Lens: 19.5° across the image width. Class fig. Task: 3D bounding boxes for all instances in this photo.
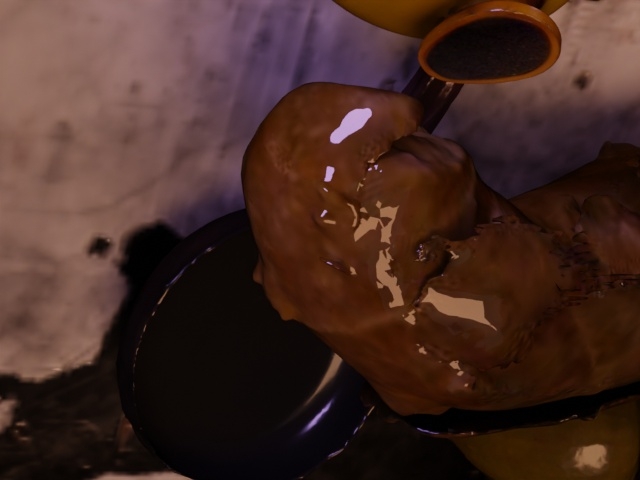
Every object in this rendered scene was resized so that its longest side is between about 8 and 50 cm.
[{"bbox_3d":[0.092,0.075,0.770,0.088,0.074,0.074,5,132,16],"label":"fig"}]

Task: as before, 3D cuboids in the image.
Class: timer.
[{"bbox_3d":[0.043,-0.119,0.598,0.107,0.109,0.107,7,148,4],"label":"timer"}]

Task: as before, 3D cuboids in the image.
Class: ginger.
[{"bbox_3d":[0.106,0.005,0.676,0.309,0.107,0.133,-1,127,-33],"label":"ginger"}]

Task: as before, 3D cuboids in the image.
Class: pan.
[{"bbox_3d":[-0.001,-0.002,0.697,0.115,0.040,0.212,20,106,-37],"label":"pan"}]

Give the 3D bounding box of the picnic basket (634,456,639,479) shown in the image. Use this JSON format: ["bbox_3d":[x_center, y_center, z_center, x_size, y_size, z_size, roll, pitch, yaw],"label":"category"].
[{"bbox_3d":[0.161,0.224,0.873,0.222,0.129,0.297,-12,129,-7],"label":"picnic basket"}]
